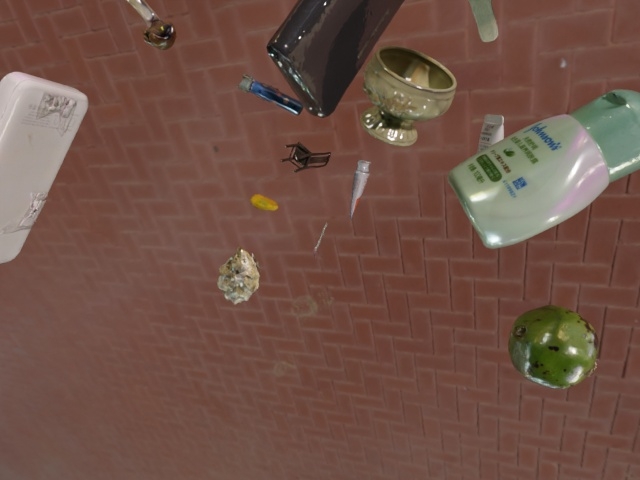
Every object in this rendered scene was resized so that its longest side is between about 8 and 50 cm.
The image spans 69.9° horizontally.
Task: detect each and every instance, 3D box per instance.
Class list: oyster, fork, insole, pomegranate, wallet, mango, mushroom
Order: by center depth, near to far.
[{"bbox_3d":[0.042,-0.269,0.526,0.044,0.250,0.149,31,174,25],"label":"wallet"},{"bbox_3d":[-0.347,-0.434,0.845,0.060,0.061,0.187,-43,117,8],"label":"mushroom"},{"bbox_3d":[0.382,-0.567,1.086,0.063,0.010,0.191,11,136,48],"label":"insole"},{"bbox_3d":[-0.240,0.118,1.344,0.133,0.072,0.209,40,120,-9],"label":"oyster"},{"bbox_3d":[-0.001,0.000,1.367,0.012,0.016,0.115,12,104,-34],"label":"fork"},{"bbox_3d":[0.709,0.324,1.377,0.271,0.254,0.254,23,129,3],"label":"pomegranate"},{"bbox_3d":[-0.170,-0.493,1.548,0.203,0.141,0.059,16,105,-32],"label":"wallet"},{"bbox_3d":[-0.223,-0.148,1.822,0.114,0.079,0.057,17,94,-3],"label":"mango"}]

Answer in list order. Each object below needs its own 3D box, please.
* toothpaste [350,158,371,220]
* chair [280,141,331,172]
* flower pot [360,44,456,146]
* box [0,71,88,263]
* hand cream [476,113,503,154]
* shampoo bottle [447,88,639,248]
[{"bbox_3d":[0.142,-0.193,1.765,0.057,0.089,0.233,15,105,3],"label":"toothpaste"},{"bbox_3d":[-0.058,-0.360,1.949,0.101,0.213,0.084,41,127,22],"label":"chair"},{"bbox_3d":[0.270,-0.467,1.524,0.308,0.307,0.244,26,133,5],"label":"flower pot"},{"bbox_3d":[-0.415,-0.083,0.616,0.044,0.142,0.284,32,100,0],"label":"box"},{"bbox_3d":[0.515,-0.230,1.420,0.089,0.139,0.313,-2,110,-1],"label":"hand cream"},{"bbox_3d":[0.422,-0.134,0.822,0.350,0.221,0.151,-28,123,17],"label":"shampoo bottle"}]
